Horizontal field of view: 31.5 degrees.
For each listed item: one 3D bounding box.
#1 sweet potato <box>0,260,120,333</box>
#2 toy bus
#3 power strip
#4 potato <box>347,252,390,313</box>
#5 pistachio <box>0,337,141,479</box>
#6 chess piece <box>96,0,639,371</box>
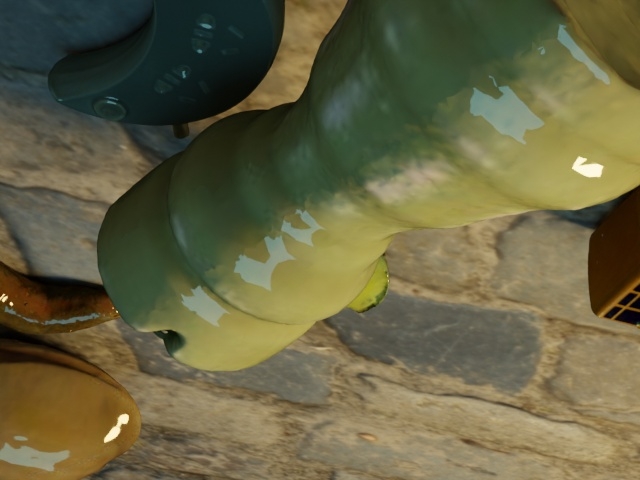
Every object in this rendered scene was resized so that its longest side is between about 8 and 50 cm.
[{"bbox_3d":[-0.318,0.055,1.179,0.233,0.062,0.081,19,143,-22],"label":"sweet potato"},{"bbox_3d":[0.306,-0.009,0.925,0.114,0.098,0.201,14,147,-11],"label":"toy bus"},{"bbox_3d":[-0.112,-0.156,0.825,0.167,0.054,0.253,13,145,-7],"label":"power strip"},{"bbox_3d":[0.000,0.000,1.037,0.119,0.054,0.198,-19,141,33],"label":"potato"},{"bbox_3d":[-0.351,0.196,1.305,0.293,0.162,0.182,10,129,2],"label":"pistachio"},{"bbox_3d":[0.038,-0.061,0.761,0.234,0.234,0.442,28,138,-28],"label":"chess piece"}]
